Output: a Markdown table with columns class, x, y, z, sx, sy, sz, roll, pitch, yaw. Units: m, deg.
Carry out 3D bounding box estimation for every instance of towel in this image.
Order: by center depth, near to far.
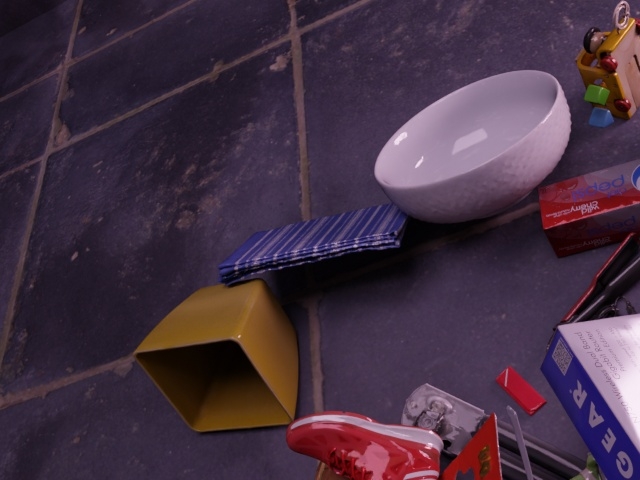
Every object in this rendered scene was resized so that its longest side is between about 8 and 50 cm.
| class | x | y | z | sx | sy | sz | roll | pitch | yaw |
| --- | --- | --- | --- | --- | --- | --- | --- | --- | --- |
| towel | 0.000 | 0.000 | 1.508 | 0.336 | 0.040 | 0.243 | -12 | 14 | 17 |

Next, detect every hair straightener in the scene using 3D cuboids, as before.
| class | x | y | z | sx | sy | sz | roll | pitch | yaw |
| --- | --- | --- | --- | --- | --- | --- | --- | --- | --- |
| hair straightener | 0.423 | 0.093 | 1.242 | 0.230 | 0.047 | 0.089 | -45 | 43 | -5 |

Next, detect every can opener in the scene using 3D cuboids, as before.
| class | x | y | z | sx | sy | sz | roll | pitch | yaw |
| --- | --- | --- | --- | --- | --- | --- | --- | --- | --- |
| can opener | 0.245 | 0.294 | 1.194 | 0.283 | 0.095 | 0.076 | 23 | 70 | 29 |

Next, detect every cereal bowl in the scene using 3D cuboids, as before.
| class | x | y | z | sx | sy | sz | roll | pitch | yaw |
| --- | --- | --- | --- | --- | --- | --- | --- | --- | --- |
| cereal bowl | 0.270 | -0.140 | 1.437 | 0.339 | 0.141 | 0.339 | -26 | 27 | 14 |

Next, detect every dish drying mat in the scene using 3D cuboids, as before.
| class | x | y | z | sx | sy | sz | roll | pitch | yaw |
| --- | --- | --- | --- | --- | --- | --- | --- | --- | --- |
| dish drying mat | 0.296 | 0.223 | 1.252 | 0.032 | 0.008 | 0.083 | -41 | 43 | -2 |

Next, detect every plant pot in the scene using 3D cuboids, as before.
| class | x | y | z | sx | sy | sz | roll | pitch | yaw |
| --- | --- | --- | --- | --- | --- | --- | --- | --- | --- |
| plant pot | -0.155 | 0.185 | 1.457 | 0.212 | 0.212 | 0.187 | -11 | 36 | 27 |

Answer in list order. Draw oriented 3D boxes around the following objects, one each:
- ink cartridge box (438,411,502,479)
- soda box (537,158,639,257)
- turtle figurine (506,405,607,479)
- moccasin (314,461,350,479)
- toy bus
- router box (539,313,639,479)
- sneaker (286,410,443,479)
| class | x | y | z | sx | sy | sz | roll | pitch | yaw |
| --- | --- | --- | --- | --- | --- | --- | --- | --- | --- |
| ink cartridge box | 0.130 | 0.433 | 0.990 | 0.091 | 0.308 | 0.385 | 9 | 54 | -6 |
| soda box | 0.478 | -0.061 | 1.304 | 0.263 | 0.083 | 0.092 | -17 | 47 | 23 |
| turtle figurine | 0.315 | 0.315 | 0.984 | 0.266 | 0.198 | 0.275 | 28 | 87 | 27 |
| moccasin | -0.002 | 0.462 | 1.166 | 0.147 | 0.139 | 0.380 | -6 | 53 | 32 |
| toy bus | 0.487 | -0.302 | 1.423 | 0.104 | 0.191 | 0.202 | 25 | 116 | 44 |
| router box | 0.468 | 0.225 | 0.968 | 0.301 | 0.082 | 0.335 | -6 | 43 | -17 |
| sneaker | 0.052 | 0.311 | 1.145 | 0.221 | 0.087 | 0.128 | 1 | 46 | 12 |
